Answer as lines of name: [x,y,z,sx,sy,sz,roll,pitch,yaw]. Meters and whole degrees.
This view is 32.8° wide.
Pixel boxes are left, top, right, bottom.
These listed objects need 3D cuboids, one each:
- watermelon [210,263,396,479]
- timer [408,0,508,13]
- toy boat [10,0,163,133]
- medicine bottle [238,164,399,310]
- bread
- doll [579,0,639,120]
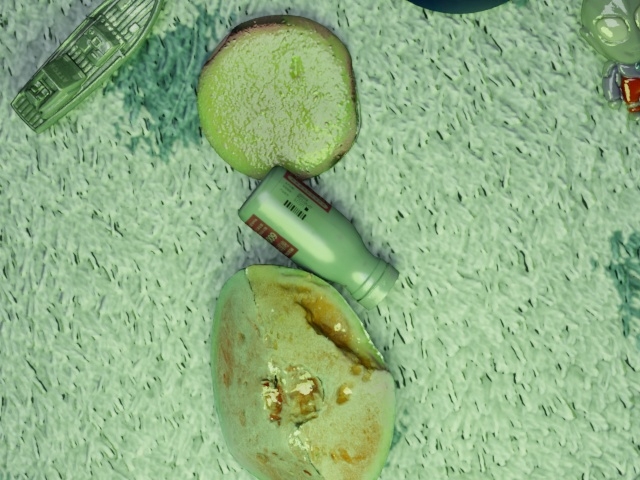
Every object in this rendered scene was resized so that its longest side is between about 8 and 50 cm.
watermelon: [-0.025,0.186,1.436,0.175,0.188,0.321,-10,86,-33]
timer: [0.156,-0.408,1.217,0.271,0.383,0.270,1,96,7]
toy boat: [-0.304,-0.247,1.439,0.260,0.085,0.078,-42,89,9]
medicine bottle: [0.000,0.000,1.423,0.217,0.090,0.090,39,99,-7]
bread: [-0.055,-0.187,1.442,0.229,0.033,0.228,1,96,7]
doll: [0.376,-0.262,1.364,0.102,0.075,0.227,-22,104,-8]
